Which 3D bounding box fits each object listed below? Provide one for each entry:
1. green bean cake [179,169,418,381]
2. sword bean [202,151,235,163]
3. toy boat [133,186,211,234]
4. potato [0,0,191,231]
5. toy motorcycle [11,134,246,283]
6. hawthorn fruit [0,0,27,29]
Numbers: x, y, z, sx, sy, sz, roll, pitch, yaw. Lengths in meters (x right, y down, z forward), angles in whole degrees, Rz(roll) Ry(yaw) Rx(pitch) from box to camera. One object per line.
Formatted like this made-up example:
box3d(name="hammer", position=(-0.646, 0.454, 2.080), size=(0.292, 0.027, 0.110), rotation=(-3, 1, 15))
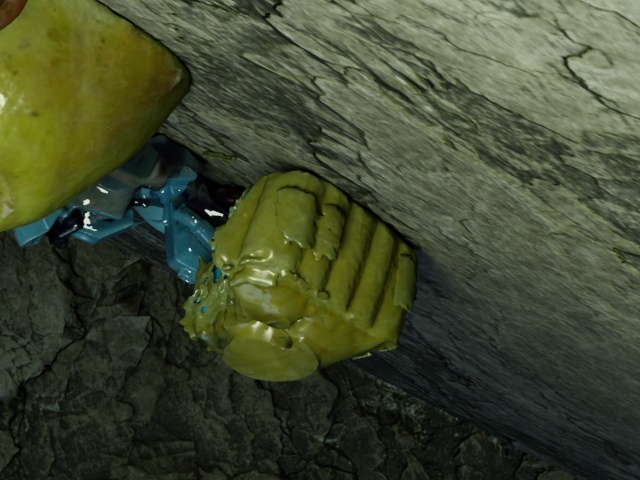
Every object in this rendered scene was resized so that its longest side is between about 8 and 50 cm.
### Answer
box3d(name="green bean cake", position=(-0.062, 0.063, 1.748), size=(0.285, 0.202, 0.310), rotation=(33, 147, -34))
box3d(name="sword bean", position=(-0.140, -0.114, 1.821), size=(0.012, 0.012, 0.083), rotation=(34, 170, -34))
box3d(name="toy boat", position=(-0.215, -0.063, 2.087), size=(0.238, 0.098, 0.109), rotation=(31, 127, 21))
box3d(name="potato", position=(-0.308, -0.121, 1.452), size=(0.212, 0.280, 0.330), rotation=(25, 169, 24))
box3d(name="toy motorcycle", position=(-0.277, -0.041, 1.909), size=(0.416, 0.232, 0.172), rotation=(29, 160, -16))
box3d(name="hawthorn fruit", position=(-0.382, -0.265, 1.181), size=(0.248, 0.208, 0.208), rotation=(53, 168, -2))
